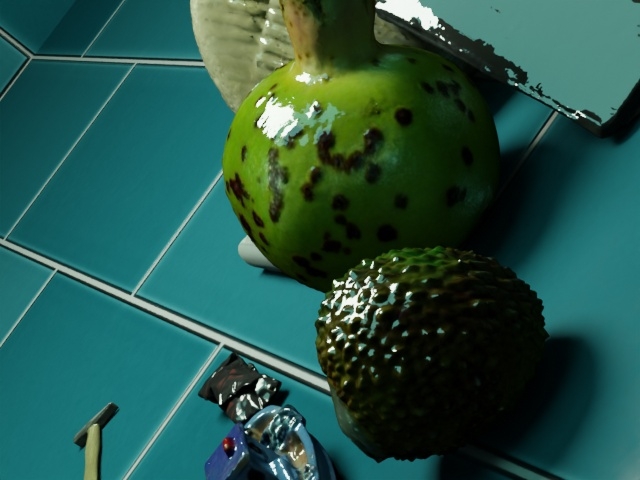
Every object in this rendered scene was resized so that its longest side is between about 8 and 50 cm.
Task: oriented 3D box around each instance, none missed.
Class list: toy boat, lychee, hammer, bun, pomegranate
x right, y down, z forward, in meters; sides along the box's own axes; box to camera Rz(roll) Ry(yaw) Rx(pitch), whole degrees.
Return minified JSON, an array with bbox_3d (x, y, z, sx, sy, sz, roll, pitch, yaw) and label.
[{"bbox_3d":[-0.039,0.191,1.511,0.100,0.097,0.223,-51,20,9],"label":"toy boat"},{"bbox_3d":[0.080,0.075,1.394,0.171,0.171,0.171,-42,22,22],"label":"lychee"},{"bbox_3d":[-0.227,0.231,1.949,0.062,0.013,0.199,-45,22,16],"label":"hammer"},{"bbox_3d":[0.022,-0.214,1.833,0.281,0.281,0.205,-42,-8,24],"label":"bun"},{"bbox_3d":[0.012,-0.094,1.622,0.231,0.286,0.231,-33,6,4],"label":"pomegranate"}]

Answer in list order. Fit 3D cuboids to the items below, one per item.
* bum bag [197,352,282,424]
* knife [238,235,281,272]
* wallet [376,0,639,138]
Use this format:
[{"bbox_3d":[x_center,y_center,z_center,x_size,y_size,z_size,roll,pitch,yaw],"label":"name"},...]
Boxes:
[{"bbox_3d":[-0.074,0.134,1.763,0.058,0.034,0.124,-44,20,-8],"label":"bum bag"},{"bbox_3d":[-0.003,0.002,1.835,0.073,0.040,0.265,-46,18,-18],"label":"knife"},{"bbox_3d":[0.178,-0.195,1.608,0.285,0.030,0.146,35,85,39],"label":"wallet"}]
